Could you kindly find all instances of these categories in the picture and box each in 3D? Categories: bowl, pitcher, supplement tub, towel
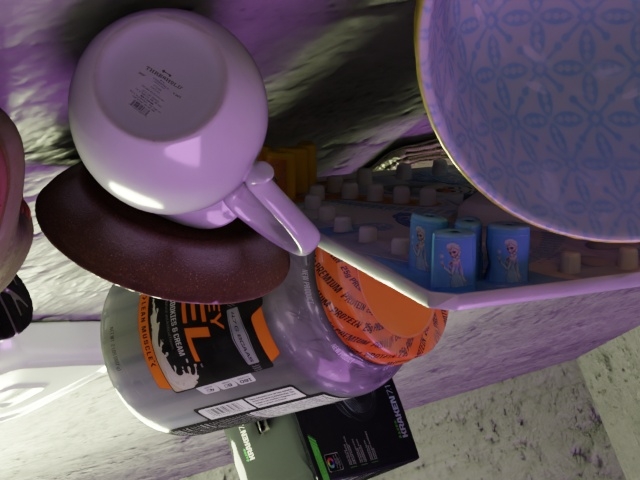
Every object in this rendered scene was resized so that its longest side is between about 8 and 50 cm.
[{"bbox_3d":[0.192,-0.159,0.860,0.289,0.289,0.156,-22,-152,7],"label":"bowl"},{"bbox_3d":[-0.075,-0.060,0.905,0.125,0.178,0.207,-59,174,-12],"label":"pitcher"},{"bbox_3d":[-0.045,0.070,1.303,0.316,0.193,0.194,-20,170,40],"label":"supplement tub"},{"bbox_3d":[0.081,-0.066,1.400,0.110,0.027,0.148,-11,162,-39],"label":"towel"}]

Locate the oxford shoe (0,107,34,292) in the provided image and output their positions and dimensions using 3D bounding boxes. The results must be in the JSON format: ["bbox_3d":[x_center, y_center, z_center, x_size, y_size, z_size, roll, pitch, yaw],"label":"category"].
[{"bbox_3d":[-0.264,-0.019,0.975,0.130,0.123,0.348,-43,-179,-36],"label":"oxford shoe"}]

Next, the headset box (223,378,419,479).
[{"bbox_3d":[-0.021,0.235,1.953,0.131,0.246,0.283,-29,163,32],"label":"headset box"}]

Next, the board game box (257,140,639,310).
[{"bbox_3d":[0.176,-0.040,1.087,0.390,0.050,0.390,-7,-165,-22],"label":"board game box"}]

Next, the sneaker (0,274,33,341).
[{"bbox_3d":[-0.341,0.078,1.188,0.094,0.081,0.208,-31,176,39],"label":"sneaker"}]

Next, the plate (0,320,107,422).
[{"bbox_3d":[-0.371,0.166,1.601,0.277,0.045,0.278,-26,165,25],"label":"plate"}]

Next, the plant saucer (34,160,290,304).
[{"bbox_3d":[-0.114,-0.021,1.036,0.199,0.198,0.036,-7,126,-43],"label":"plant saucer"}]
